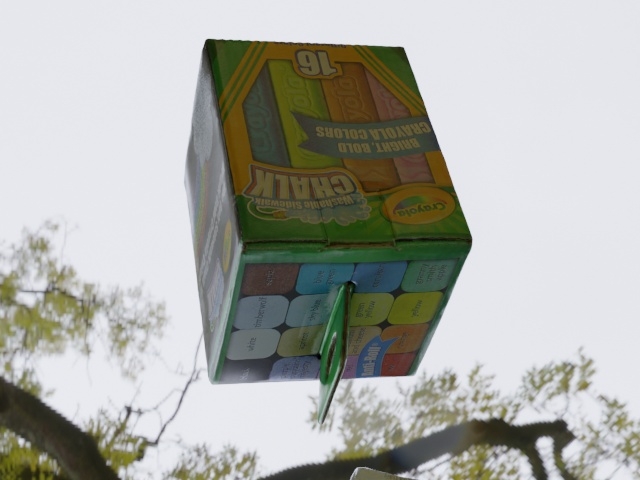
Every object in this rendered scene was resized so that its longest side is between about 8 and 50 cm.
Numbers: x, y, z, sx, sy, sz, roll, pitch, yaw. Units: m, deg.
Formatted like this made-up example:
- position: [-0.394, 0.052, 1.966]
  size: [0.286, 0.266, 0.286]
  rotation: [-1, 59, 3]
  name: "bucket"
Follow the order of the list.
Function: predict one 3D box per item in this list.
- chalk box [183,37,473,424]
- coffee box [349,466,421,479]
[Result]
- position: [0.000, 0.000, 0.617]
  size: [0.132, 0.132, 0.213]
  rotation: [-1, -129, -16]
  name: "chalk box"
- position: [0.141, 0.413, 0.682]
  size: [0.338, 0.338, 0.334]
  rotation: [10, -135, 21]
  name: "coffee box"
